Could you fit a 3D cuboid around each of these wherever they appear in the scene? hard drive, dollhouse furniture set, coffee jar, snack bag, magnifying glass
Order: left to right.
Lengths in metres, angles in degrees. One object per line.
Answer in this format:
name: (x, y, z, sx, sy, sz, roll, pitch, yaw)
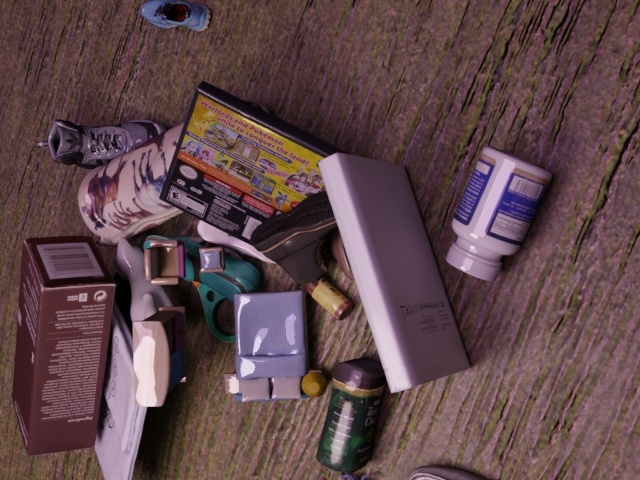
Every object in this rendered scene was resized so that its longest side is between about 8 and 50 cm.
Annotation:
snack bag: (-0.409, 0.308, 1.608, 0.323, 0.037, 0.343, 49, 131, 49)
magnifying glass: (-0.215, 0.101, 1.608, 0.092, 0.026, 0.231, -50, 65, 21)
dollhouse furniture set: (-0.142, 0.141, 1.398, 0.303, 0.198, 0.286, -1, 92, 1)
coffee jar: (0.054, 0.290, 1.399, 0.079, 0.096, 0.184, 15, 98, 28)
hard drive: (0.119, 0.045, 1.282, 0.047, 0.233, 0.353, -23, 78, 29)

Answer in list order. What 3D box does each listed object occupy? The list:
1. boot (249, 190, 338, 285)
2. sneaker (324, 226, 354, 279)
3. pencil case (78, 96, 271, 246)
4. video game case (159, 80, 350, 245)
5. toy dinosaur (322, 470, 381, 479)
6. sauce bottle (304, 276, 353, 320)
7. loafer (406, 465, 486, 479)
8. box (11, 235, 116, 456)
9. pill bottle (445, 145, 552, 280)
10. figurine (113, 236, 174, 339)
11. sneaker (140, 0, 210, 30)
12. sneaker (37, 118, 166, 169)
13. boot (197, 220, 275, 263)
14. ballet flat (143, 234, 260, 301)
boot: (0.000, 0.000, 1.386, 0.198, 0.137, 0.077, -19, 40, 33)
sneaker: (0.033, -0.017, 1.447, 0.071, 0.066, 0.188, -26, 72, 48)
pencil case: (-0.271, -0.118, 1.565, 0.410, 0.160, 0.184, -21, 56, 29)
video game case: (-0.116, -0.105, 1.403, 0.274, 0.035, 0.248, 27, 129, -2)
toy dinosaur: (0.062, 0.425, 1.413, 0.082, 0.090, 0.047, 21, 119, 61)
sauce bottle: (0.002, 0.088, 1.465, 0.128, 0.042, 0.042, 42, 110, 23)
loafer: (0.260, 0.446, 1.262, 0.319, 0.111, 0.112, 23, 101, 29)
box: (-0.499, 0.200, 1.589, 0.191, 0.143, 0.381, 46, 132, 49)
pill bottle: (0.265, -0.039, 1.266, 0.112, 0.112, 0.187, 29, 104, 28)
figurine: (-0.356, 0.121, 1.619, 0.209, 0.092, 0.215, 59, 149, 24)
sneaker: (-0.296, -0.455, 1.637, 0.162, 0.073, 0.063, 13, 96, 31)
sneaker: (-0.447, -0.194, 1.678, 0.268, 0.153, 0.101, -4, 87, 32)
boot: (-0.130, -0.007, 1.539, 0.190, 0.086, 0.069, 19, 92, 2)
ballet flat: (-0.217, 0.041, 1.577, 0.247, 0.087, 0.083, 24, 134, 21)
